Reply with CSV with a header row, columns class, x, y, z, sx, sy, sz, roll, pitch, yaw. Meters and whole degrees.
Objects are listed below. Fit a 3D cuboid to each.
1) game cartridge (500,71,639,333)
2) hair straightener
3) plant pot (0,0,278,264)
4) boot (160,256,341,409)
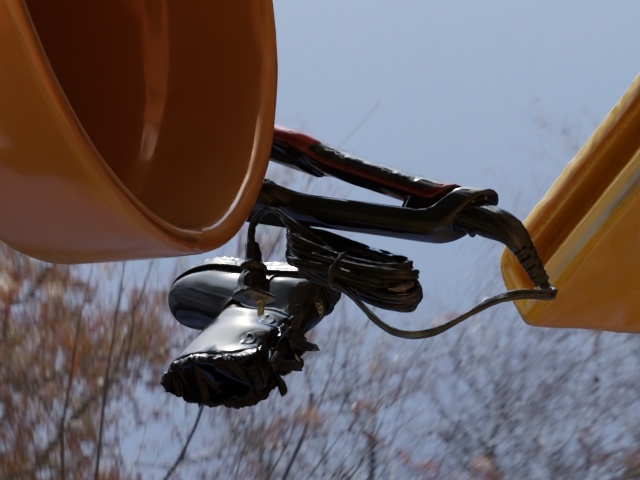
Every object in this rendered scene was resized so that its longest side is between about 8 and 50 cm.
class,x,y,z,sx,sy,sz,roll,pitch,yaw
game cartridge,0.289,-0.053,0.925,0.324,0.285,0.052,4,-133,-33
hair straightener,0.000,0.000,0.840,0.230,0.047,0.089,20,-102,30
plant pot,-0.161,-0.121,0.732,0.203,0.291,0.291,-10,-107,16
boot,-0.054,0.052,1.017,0.099,0.121,0.045,-50,-53,-46
